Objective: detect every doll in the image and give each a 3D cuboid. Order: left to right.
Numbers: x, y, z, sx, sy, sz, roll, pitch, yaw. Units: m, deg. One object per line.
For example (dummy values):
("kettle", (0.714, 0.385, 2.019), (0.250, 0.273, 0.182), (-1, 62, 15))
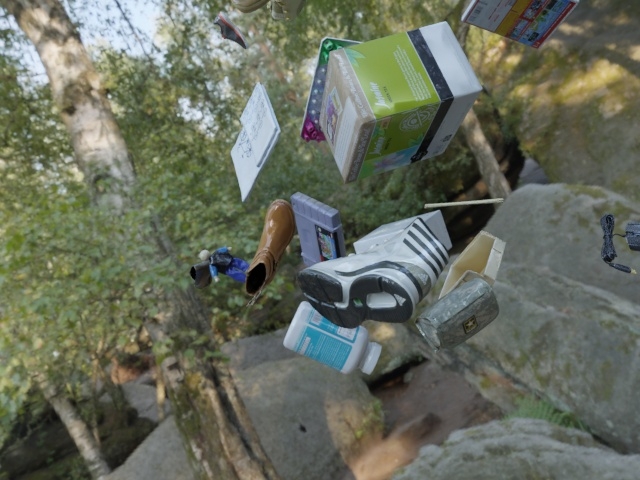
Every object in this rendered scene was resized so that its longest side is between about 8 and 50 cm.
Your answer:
("doll", (-0.318, 0.085, 1.896), (0.129, 0.189, 0.046), (-65, 8, -19))

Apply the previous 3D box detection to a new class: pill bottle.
("pill bottle", (0.037, 0.289, 1.621), (0.146, 0.264, 0.146), (25, -90, -88))

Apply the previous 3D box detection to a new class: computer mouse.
("computer mouse", (0.977, 0.021, 1.708), (0.262, 0.184, 0.060), (17, -23, -3))

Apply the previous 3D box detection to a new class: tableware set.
("tableware set", (-0.215, 0.177, 2.044), (0.169, 0.020, 0.141), (-55, 2, -26))

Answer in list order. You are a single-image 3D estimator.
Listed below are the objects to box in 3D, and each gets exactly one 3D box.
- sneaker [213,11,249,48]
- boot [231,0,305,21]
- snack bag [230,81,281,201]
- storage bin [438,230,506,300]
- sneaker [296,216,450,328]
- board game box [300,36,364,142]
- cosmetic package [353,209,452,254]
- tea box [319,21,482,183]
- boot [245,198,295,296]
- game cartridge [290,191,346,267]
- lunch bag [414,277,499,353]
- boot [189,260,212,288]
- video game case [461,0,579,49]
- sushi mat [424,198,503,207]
("sneaker", (-0.326, -0.749, 2.048), (0.065, 0.158, 0.061), (-37, 31, 14))
("boot", (-0.115, -0.602, 1.382), (0.262, 0.095, 0.203), (-53, -6, -17))
("snack bag", (-0.257, -0.366, 2.104), (0.037, 0.323, 0.342), (9, -49, -30))
("storage bin", (0.613, 0.134, 2.276), (0.262, 0.123, 0.260), (-55, -5, -45))
("sneaker", (0.141, 0.076, 1.379), (0.257, 0.169, 0.447), (-38, 17, -29))
("board game box", (0.150, -0.527, 2.092), (0.390, 0.050, 0.390), (1, -53, -21))
("cosmetic package", (0.264, 0.014, 1.800), (0.224, 0.138, 0.224), (-15, 9, 33))
("tea box", (0.188, -0.349, 1.483), (0.323, 0.220, 0.329), (-18, -17, -10))
("boot", (-0.168, 0.024, 1.783), (0.220, 0.109, 0.283), (-59, -9, -69))
("game cartridge", (0.000, 0.000, 2.192), (0.068, 0.230, 0.355), (-34, -45, -26))
("lunch bag", (0.467, 0.256, 1.928), (0.235, 0.169, 0.287), (-33, -17, -6))
("boot", (-0.469, 0.132, 2.166), (0.106, 0.082, 0.219), (-17, -22, -41))
("video game case", (0.616, -0.717, 1.757), (0.285, 0.025, 0.204), (16, -29, -10))
("sushi mat", (0.590, -0.153, 2.339), (0.316, 0.019, 0.151), (-4, 3, 13))
